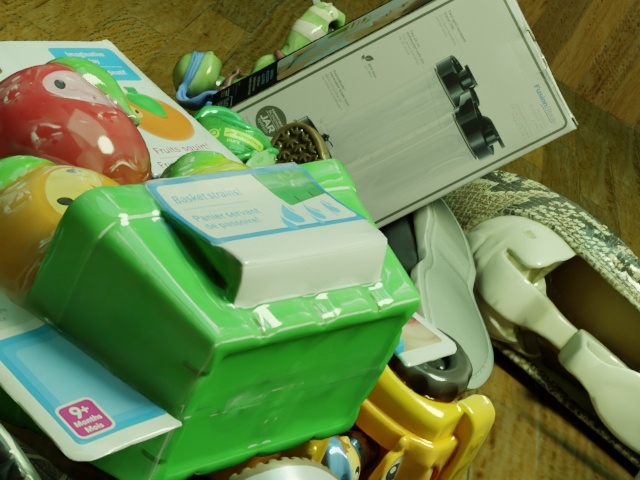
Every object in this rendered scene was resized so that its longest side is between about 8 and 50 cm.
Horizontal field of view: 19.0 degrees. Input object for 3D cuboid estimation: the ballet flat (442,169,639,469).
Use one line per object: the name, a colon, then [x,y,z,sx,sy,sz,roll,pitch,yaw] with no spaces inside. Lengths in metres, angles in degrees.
ballet flat: [0.254,0.094,1.779,0.483,0.164,0.182,43,20,20]

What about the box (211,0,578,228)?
box: [0.065,-0.117,1.729,0.169,0.290,0.087,59,10,-17]

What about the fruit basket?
fruit basket: [-0.125,-0.025,1.126,0.327,0.165,0.353,-9,49,-50]

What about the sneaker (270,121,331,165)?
sneaker: [0.000,0.000,1.639,0.086,0.064,0.192,28,50,-62]

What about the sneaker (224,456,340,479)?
sneaker: [0.037,0.231,1.114,0.282,0.099,0.153,34,25,-57]

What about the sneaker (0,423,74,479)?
sneaker: [-0.145,0.170,0.988,0.283,0.110,0.122,38,0,10]

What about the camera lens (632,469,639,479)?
camera lens: [0.389,0.191,1.538,0.219,0.274,0.219,29,17,-10]

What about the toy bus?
toy bus: [-0.026,0.112,1.275,0.220,0.149,0.211,40,31,16]

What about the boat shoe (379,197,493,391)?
boat shoe: [0.085,0.058,1.696,0.114,0.091,0.302,52,17,-18]

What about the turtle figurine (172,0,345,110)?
turtle figurine: [-0.002,-0.144,1.920,0.266,0.198,0.275,35,20,-5]

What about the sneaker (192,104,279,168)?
sneaker: [-0.094,-0.037,1.555,0.109,0.123,0.295,14,18,-14]
